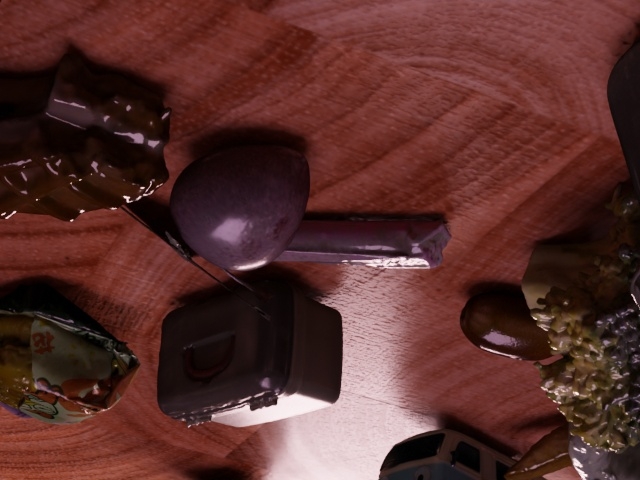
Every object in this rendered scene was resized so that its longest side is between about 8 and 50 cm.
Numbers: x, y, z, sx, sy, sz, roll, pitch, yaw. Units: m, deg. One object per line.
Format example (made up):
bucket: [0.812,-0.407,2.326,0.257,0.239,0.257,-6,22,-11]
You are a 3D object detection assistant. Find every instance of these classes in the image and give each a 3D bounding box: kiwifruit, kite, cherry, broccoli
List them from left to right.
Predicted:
kite: [-0.137,0.014,1.492,0.229,0.012,0.250,36,176,2]
cherry: [-0.054,-0.020,1.417,0.148,0.115,0.188,-47,120,5]
kiwifruit: [0.215,0.096,1.605,0.124,0.075,0.075,11,150,-15]
broccoli: [0.308,0.069,1.437,0.247,0.263,0.243,-9,-164,-38]

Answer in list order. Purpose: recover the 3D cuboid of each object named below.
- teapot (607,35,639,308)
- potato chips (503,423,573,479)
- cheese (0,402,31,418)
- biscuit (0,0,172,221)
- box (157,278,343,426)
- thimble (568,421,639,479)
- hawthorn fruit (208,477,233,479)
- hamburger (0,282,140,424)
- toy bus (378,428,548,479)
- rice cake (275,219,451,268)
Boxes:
teapot: [0.317,-0.047,1.177,0.171,0.225,0.203,3,150,9]
potato chips: [0.418,0.249,1.827,0.407,0.080,0.057,-10,163,24]
cheese: [-0.416,0.181,1.876,0.105,0.042,0.191,41,180,45]
biscuit: [-0.324,-0.133,1.274,0.268,0.115,0.366,-15,143,31]
box: [-0.082,0.136,1.667,0.210,0.148,0.129,-19,150,41]
thimble: [0.393,0.202,1.675,0.237,0.150,0.237,6,150,4]
hawthorn fruit: [-0.149,0.451,2.208,0.189,0.189,0.189,5,150,3]
hamburger: [-0.350,0.143,1.751,0.235,0.125,0.214,27,150,-23]
toy bus: [0.198,0.355,1.965,0.133,0.165,0.271,-23,139,40]
rice cake: [0.000,0.001,1.507,0.269,0.049,0.055,2,172,10]
